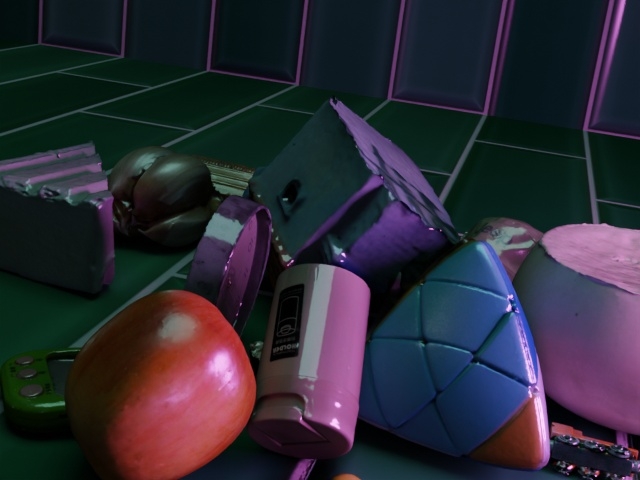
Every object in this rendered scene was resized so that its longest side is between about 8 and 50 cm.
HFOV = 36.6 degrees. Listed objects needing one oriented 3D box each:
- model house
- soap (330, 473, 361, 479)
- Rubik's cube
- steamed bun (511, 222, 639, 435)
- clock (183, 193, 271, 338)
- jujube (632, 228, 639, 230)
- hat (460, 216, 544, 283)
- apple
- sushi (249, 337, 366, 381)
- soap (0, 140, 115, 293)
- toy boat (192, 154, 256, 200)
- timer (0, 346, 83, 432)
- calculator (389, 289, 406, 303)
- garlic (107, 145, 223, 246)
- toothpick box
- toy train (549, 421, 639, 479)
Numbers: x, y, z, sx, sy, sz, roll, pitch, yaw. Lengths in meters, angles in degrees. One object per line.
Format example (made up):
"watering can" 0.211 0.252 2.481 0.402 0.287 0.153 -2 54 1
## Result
"model house" 0.000 0.000 1.436 0.252 0.329 0.295 38 19 -42
"soap" 0.042 0.252 0.941 0.034 0.012 0.089 -5 21 -33
"Rubik's cube" 0.140 0.166 1.052 0.254 0.254 0.254 7 18 -2
"steamed bun" 0.387 0.114 1.187 0.324 0.206 0.324 4 18 -1
"clock" -0.113 0.052 1.178 0.042 0.215 0.215 16 19 9
"jujube" 0.522 0.082 1.436 0.236 0.168 0.168 29 23 12
"hat" 0.275 -0.003 1.569 0.214 0.149 0.245 25 -14 40
"apple" -0.157 0.145 0.931 0.199 0.199 0.199 7 18 -2
"sushi" -0.011 0.150 1.132 0.150 0.078 0.090 0 19 -25
"soap" -0.348 -0.045 1.473 0.258 0.159 0.302 11 20 24
"toy boat" -0.175 -0.095 1.771 0.310 0.089 0.115 10 38 4
"timer" -0.278 0.161 1.045 0.128 0.047 0.140 -2 20 -22
"calculator" 0.223 0.103 1.422 0.246 0.045 0.141 8 18 4
"garlic" -0.282 -0.083 1.621 0.214 0.160 0.191 24 18 35
"toothpick box" -0.009 0.128 1.015 0.111 0.111 0.181 8 57 3
"toy train" 0.297 0.233 1.059 0.103 0.044 0.064 11 8 14
